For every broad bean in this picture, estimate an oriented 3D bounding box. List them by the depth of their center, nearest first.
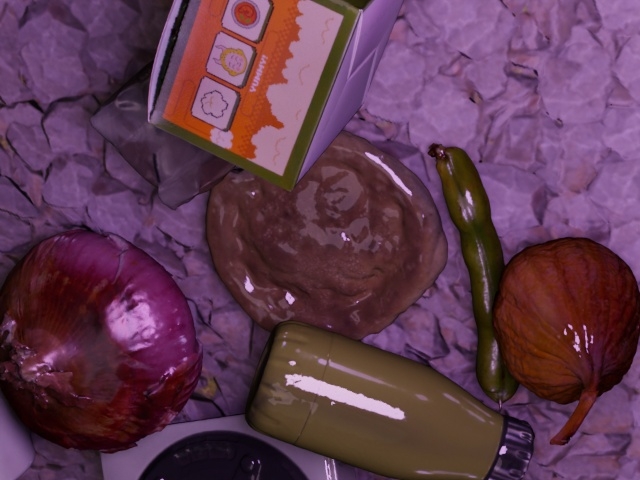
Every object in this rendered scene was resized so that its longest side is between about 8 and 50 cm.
[{"bbox_3d":[0.144,0.033,1.667,0.053,0.052,0.256,-2,112,33],"label":"broad bean"}]

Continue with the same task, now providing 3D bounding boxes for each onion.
[{"bbox_3d":[-0.231,0.104,1.778,0.230,0.163,0.230,5,103,21],"label":"onion"}]

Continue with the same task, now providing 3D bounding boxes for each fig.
[{"bbox_3d":[0.216,0.087,1.572,0.134,0.201,0.146,-23,110,8],"label":"fig"}]

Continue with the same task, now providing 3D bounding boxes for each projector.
[{"bbox_3d":[-0.084,0.300,1.821,0.259,0.079,0.257,-11,86,25],"label":"projector"}]

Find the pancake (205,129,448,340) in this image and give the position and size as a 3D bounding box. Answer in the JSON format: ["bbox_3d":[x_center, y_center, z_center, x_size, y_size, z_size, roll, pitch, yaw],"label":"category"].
[{"bbox_3d":[0.000,0.001,1.710,0.236,0.042,0.222,-6,113,24],"label":"pancake"}]

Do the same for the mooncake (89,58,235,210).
[{"bbox_3d":[-0.123,-0.106,1.686,0.130,0.073,0.125,-34,103,32],"label":"mooncake"}]

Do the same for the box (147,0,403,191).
[{"bbox_3d":[-0.029,-0.177,1.545,0.148,0.195,0.177,26,122,8],"label":"box"}]

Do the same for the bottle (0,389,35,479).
[{"bbox_3d":[-0.374,0.132,1.880,0.104,0.104,0.245,-9,112,24],"label":"bottle"}]

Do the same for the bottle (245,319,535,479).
[{"bbox_3d":[0.067,0.161,1.715,0.260,0.112,0.112,19,121,-5],"label":"bottle"}]
